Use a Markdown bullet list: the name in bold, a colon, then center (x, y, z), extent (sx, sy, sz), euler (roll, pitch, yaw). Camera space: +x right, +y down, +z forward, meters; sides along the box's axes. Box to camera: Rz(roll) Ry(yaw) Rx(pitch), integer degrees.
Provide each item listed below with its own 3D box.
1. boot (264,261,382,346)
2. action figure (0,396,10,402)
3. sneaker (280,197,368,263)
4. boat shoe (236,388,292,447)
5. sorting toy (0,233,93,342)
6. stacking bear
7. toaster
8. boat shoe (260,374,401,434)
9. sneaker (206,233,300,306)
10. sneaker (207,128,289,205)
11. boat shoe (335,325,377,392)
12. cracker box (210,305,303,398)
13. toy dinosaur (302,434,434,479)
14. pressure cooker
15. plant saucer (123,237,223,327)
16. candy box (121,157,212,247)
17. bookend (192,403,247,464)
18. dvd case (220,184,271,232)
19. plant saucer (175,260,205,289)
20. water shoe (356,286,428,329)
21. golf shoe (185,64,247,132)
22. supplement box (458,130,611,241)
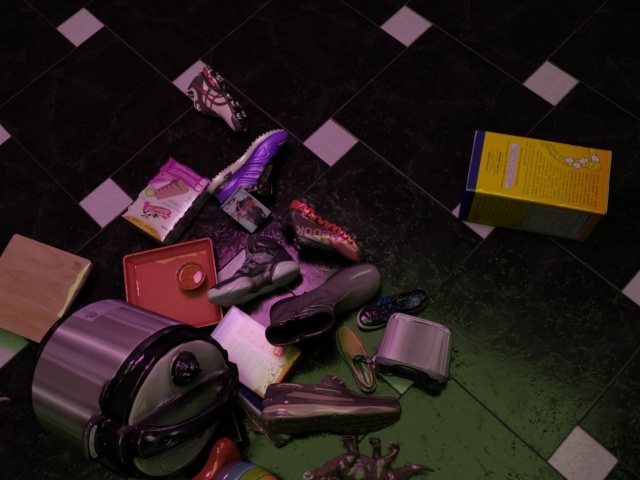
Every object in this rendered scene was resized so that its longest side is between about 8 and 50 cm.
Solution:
- **boot**: center (0.022, 0.174, 1.694), extent (0.338, 0.223, 0.118), euler (-28, 98, -1)
- **action figure**: center (-0.988, 0.538, 1.667), extent (0.342, 0.178, 0.330), euler (7, 58, 6)
- **sneaker**: center (0.000, 0.000, 1.846), extent (0.276, 0.097, 0.135), euler (34, 74, 19)
- **boat shoe**: center (-0.158, 0.455, 1.680), extent (0.183, 0.066, 0.066), euler (40, 101, 15)
- **sorting toy**: center (-0.798, 0.146, 1.858), extent (0.257, 0.089, 0.255), euler (18, 70, 12)
- **stacking bear**: center (-0.141, 0.607, 1.519), extent (0.289, 0.164, 0.175), euler (15, 57, 34)
- **toaster**: center (0.235, 0.281, 1.692), extent (0.227, 0.129, 0.146), euler (15, 65, 10)
- **boat shoe**: center (0.028, 0.398, 1.643), extent (0.356, 0.132, 0.130), euler (3, 52, -12)
- **sneaker**: center (-0.202, 0.077, 1.824), extent (0.269, 0.101, 0.153), euler (-19, 63, -18)
- **sneaker**: center (-0.180, -0.194, 1.950), extent (0.293, 0.102, 0.146), euler (-43, 77, -8)
- **boat shoe**: center (0.096, 0.301, 1.723), extent (0.068, 0.072, 0.190), euler (-27, 67, -7)
- **cracker box**: center (-0.183, 0.301, 1.751), extent (0.232, 0.067, 0.155), euler (32, 73, 15)
- **toy dinosaur**: center (0.113, 0.564, 1.607), extent (0.314, 0.121, 0.160), euler (6, 80, 2)
- **pressure cooker**: center (-0.418, 0.350, 1.538), extent (0.421, 0.375, 0.369), euler (12, 64, 30)
- **plant saucer**: center (-0.411, 0.141, 1.850), extent (0.259, 0.047, 0.259), euler (-13, 66, 0)
- **candy box**: center (-0.446, -0.111, 1.945), extent (0.159, 0.071, 0.233), euler (30, 73, 15)
- **bookend**: center (-0.288, 0.469, 1.687), extent (0.156, 0.072, 0.157), euler (-19, 66, -3)
- **dvd case**: center (-0.214, -0.089, 1.897), extent (0.119, 0.013, 0.087), euler (41, 98, -18)
- **plant saucer**: center (-0.359, 0.098, 1.830), extent (0.084, 0.013, 0.083), euler (-2, 68, 5)
- **water shoe**: center (0.190, 0.172, 1.766), extent (0.203, 0.080, 0.072), euler (-22, 67, -5)
- **golf shoe**: center (-0.320, -0.419, 2.063), extent (0.120, 0.105, 0.272), euler (-37, 62, 6)
- **supplement box**: center (0.578, -0.147, 1.806), extent (0.357, 0.194, 0.195), euler (11, 69, 9)
